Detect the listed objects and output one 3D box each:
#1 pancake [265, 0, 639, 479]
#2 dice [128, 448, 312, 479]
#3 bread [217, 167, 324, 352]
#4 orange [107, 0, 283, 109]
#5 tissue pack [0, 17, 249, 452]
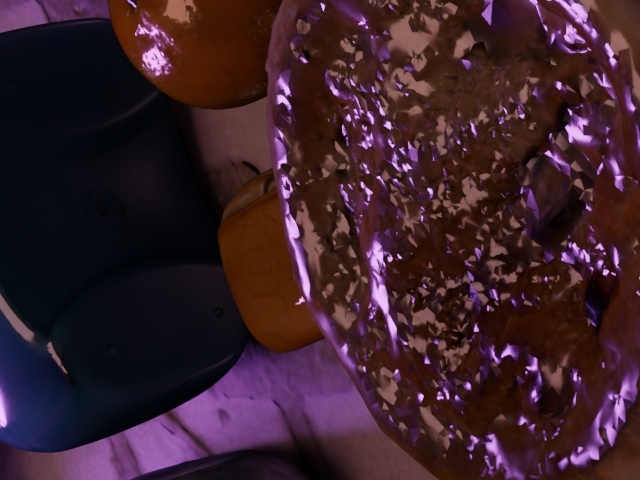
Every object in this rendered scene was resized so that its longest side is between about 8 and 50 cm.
[{"bbox_3d":[0.085,-0.019,0.989,0.356,0.065,0.356,22,121,43],"label":"pancake"},{"bbox_3d":[-0.150,0.349,1.318,0.330,0.348,0.328,-21,86,53],"label":"dice"},{"bbox_3d":[0.000,0.000,1.204,0.200,0.077,0.116,-27,91,54],"label":"bread"},{"bbox_3d":[-0.070,-0.158,1.178,0.156,0.124,0.156,25,125,41],"label":"orange"},{"bbox_3d":[-0.191,0.001,1.342,0.206,0.198,0.287,-26,85,53],"label":"tissue pack"}]
